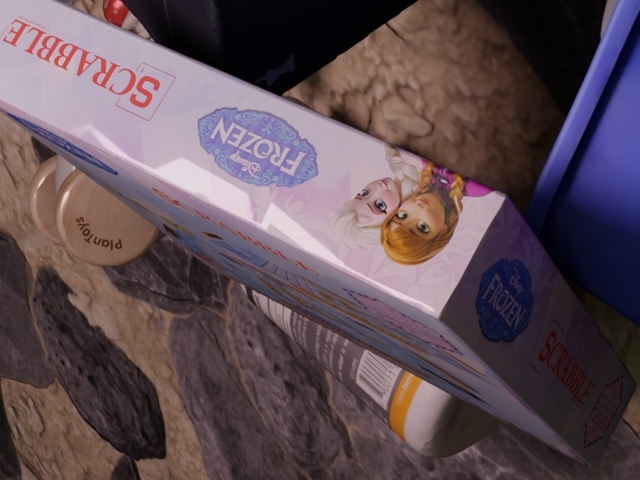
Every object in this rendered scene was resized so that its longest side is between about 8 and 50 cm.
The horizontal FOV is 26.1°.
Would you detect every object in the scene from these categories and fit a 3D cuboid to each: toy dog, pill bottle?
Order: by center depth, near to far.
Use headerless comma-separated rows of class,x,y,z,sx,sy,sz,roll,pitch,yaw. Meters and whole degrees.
pill bottle,0.037,0.019,1.039,0.278,0.162,0.162,41,139,27
toy dog,-0.118,-0.116,1.121,0.334,0.161,0.220,-64,25,24

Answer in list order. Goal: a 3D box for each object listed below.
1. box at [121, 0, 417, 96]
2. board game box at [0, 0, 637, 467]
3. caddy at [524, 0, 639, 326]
box,-0.084,-0.392,0.678,0.472,0.297,0.480,52,168,15
board game box,0.000,0.000,0.784,0.318,0.066,0.318,26,172,29
caddy,0.221,-0.094,0.676,0.179,0.241,0.341,39,138,21
